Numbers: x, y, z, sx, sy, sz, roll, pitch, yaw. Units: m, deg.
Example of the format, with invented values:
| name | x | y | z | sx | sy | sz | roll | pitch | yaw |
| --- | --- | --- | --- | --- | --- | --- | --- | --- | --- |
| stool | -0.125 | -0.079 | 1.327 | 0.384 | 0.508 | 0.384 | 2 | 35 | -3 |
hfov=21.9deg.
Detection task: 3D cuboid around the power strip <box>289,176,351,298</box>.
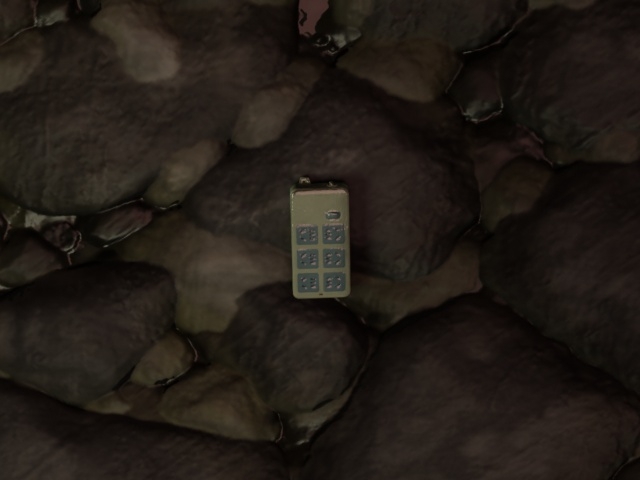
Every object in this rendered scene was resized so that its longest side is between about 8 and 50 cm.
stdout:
| name | x | y | z | sx | sy | sz | roll | pitch | yaw |
| --- | --- | --- | --- | --- | --- | --- | --- | --- | --- |
| power strip | 0.000 | 0.000 | 1.117 | 0.040 | 0.016 | 0.090 | -2 | 115 | -1 |
